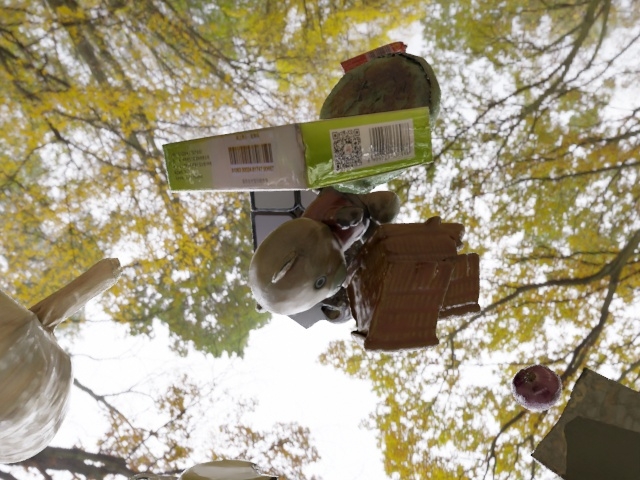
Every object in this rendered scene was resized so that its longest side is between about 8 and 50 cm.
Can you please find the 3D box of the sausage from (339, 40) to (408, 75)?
[{"bbox_3d":[0.099,-0.329,1.036,0.129,0.034,0.034,-23,-135,0],"label":"sausage"}]

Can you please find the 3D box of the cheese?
[{"bbox_3d":[-0.189,0.391,0.893,0.248,0.163,0.071,1,-95,-3],"label":"cheese"}]

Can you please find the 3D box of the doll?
[{"bbox_3d":[0.000,0.000,1.069,0.174,0.235,0.330,42,-118,5],"label":"doll"}]

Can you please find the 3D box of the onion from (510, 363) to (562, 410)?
[{"bbox_3d":[0.509,0.347,1.348,0.115,0.104,0.115,-32,-145,26],"label":"onion"}]

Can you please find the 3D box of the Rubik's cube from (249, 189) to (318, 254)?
[{"bbox_3d":[-0.026,-0.122,1.801,0.316,0.314,0.318,1,-164,17],"label":"Rubik's cube"}]

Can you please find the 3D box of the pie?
[{"bbox_3d":[0.082,-0.186,0.894,0.240,0.054,0.241,-18,-117,38],"label":"pie"}]

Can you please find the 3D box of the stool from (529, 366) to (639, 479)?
[{"bbox_3d":[0.492,0.351,0.812,0.170,0.243,0.269,-53,-146,-8],"label":"stool"}]

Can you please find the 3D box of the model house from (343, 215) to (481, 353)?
[{"bbox_3d":[0.160,0.097,1.006,0.199,0.220,0.229,5,-132,-11],"label":"model house"}]

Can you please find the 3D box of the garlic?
[{"bbox_3d":[-0.295,0.082,0.561,0.199,0.199,0.226,26,-121,31],"label":"garlic"}]

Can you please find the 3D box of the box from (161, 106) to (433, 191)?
[{"bbox_3d":[-0.034,-0.095,0.626,0.175,0.062,0.260,-17,-165,-39],"label":"box"}]

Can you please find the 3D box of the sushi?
[{"bbox_3d":[0.043,0.093,1.450,0.212,0.215,0.227,32,-130,11],"label":"sushi"}]
